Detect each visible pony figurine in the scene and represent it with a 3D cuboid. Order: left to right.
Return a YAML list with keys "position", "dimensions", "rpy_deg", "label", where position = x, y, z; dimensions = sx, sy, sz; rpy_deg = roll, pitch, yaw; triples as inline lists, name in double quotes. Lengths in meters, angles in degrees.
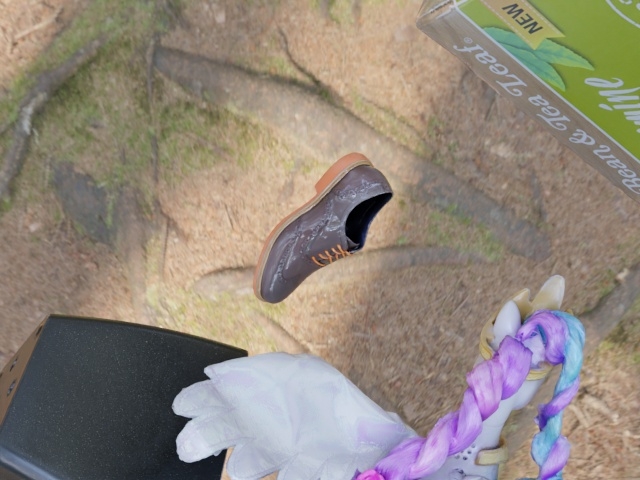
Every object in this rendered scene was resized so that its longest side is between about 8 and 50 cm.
- position: [0.074, 0.212, 0.664]
  dimensions: [0.303, 0.351, 0.363]
  rpy_deg: [32, 117, 25]
  label: "pony figurine"

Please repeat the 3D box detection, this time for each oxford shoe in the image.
- position: [0.000, 0.000, 1.220]
  dimensions: [0.271, 0.097, 0.098]
  rpy_deg: [-53, 53, 14]
  label: "oxford shoe"

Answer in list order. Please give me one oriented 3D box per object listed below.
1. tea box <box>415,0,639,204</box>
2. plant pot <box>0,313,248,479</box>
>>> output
- position: [0.295, -0.160, 0.447]
  dimensions: [0.329, 0.323, 0.220]
  rpy_deg: [31, 67, -23]
  label: "tea box"
- position: [-0.192, 0.168, 0.682]
  dimensions: [0.167, 0.188, 0.187]
  rpy_deg: [29, 45, -20]
  label: "plant pot"
